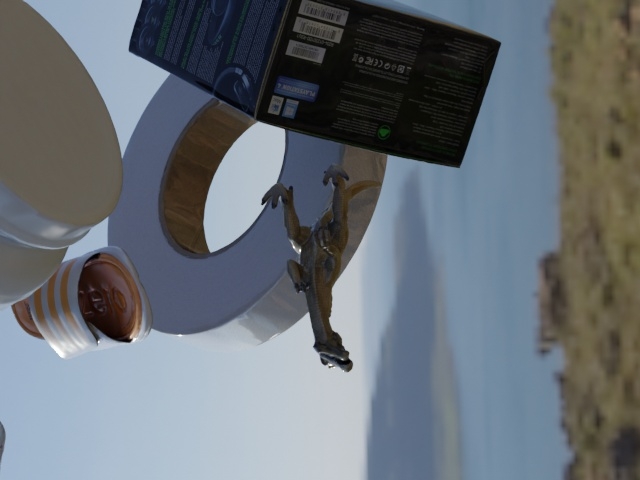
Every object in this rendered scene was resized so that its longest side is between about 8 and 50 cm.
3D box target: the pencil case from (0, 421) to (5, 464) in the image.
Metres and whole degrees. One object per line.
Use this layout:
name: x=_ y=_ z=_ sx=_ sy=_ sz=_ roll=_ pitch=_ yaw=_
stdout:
pencil case: x=-0.448 y=0.319 z=2.189 sx=0.113 sy=0.124 sz=0.273 roll=-20 pitch=-44 yaw=-48

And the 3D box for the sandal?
sandal: x=-0.261 y=0.075 z=1.866 sx=0.265 sy=0.076 sz=0.102 roll=-14 pitch=100 yaw=53

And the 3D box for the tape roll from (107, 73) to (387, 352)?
tape roll: x=-0.088 y=-0.069 z=2.070 sx=0.072 sy=0.392 sz=0.392 roll=26 pitch=-129 yaw=-40

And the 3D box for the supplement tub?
supplement tub: x=-0.320 y=-0.025 z=1.318 sx=0.228 sy=0.316 sz=0.228 roll=45 pitch=-151 yaw=-33

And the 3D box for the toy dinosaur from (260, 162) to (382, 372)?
toy dinosaur: x=0.000 y=0.000 z=1.149 sx=0.183 sy=0.053 sz=0.092 roll=-81 pitch=-18 yaw=-46

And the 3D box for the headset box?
headset box: x=-0.016 y=-0.188 z=1.786 sx=0.283 sy=0.246 sz=0.131 roll=31 pitch=107 yaw=53
